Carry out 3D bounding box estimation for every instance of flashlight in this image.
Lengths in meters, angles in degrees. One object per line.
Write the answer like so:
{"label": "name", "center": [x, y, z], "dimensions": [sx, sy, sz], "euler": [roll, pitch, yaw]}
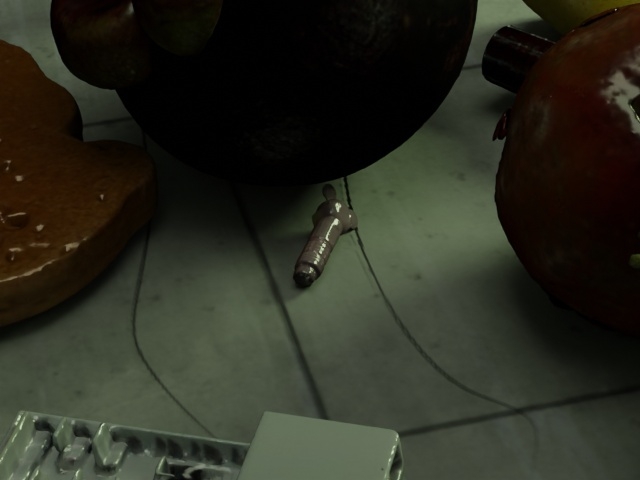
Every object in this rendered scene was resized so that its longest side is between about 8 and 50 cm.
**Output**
{"label": "flashlight", "center": [0.000, 0.000, 1.467], "dimensions": [0.031, 0.052, 0.110], "euler": [-20, 30, 38]}

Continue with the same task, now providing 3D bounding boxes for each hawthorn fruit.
{"label": "hawthorn fruit", "center": [0.294, -0.054, 1.338], "dimensions": [0.316, 0.316, 0.316], "euler": [0, 38, 0]}

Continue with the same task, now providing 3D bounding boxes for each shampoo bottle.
{"label": "shampoo bottle", "center": [0.278, -0.133, 1.574], "dimensions": [0.278, 0.104, 0.104], "euler": [28, 46, 31]}

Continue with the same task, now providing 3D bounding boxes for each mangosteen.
{"label": "mangosteen", "center": [-0.065, -0.246, 1.476], "dimensions": [0.382, 0.435, 0.382], "euler": [-16, 62, 32]}

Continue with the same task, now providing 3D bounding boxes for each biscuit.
{"label": "biscuit", "center": [-0.374, -0.060, 1.516], "dimensions": [0.350, 0.078, 0.455], "euler": [-22, 43, -30]}

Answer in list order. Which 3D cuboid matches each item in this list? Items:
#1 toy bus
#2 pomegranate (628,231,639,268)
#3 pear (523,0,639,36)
{"label": "toy bus", "center": [-0.088, 0.191, 1.131], "dimensions": [0.301, 0.139, 0.113], "euler": [6, 36, 12]}
{"label": "pomegranate", "center": [0.304, 0.115, 1.138], "dimensions": [0.286, 0.231, 0.231], "euler": [39, 45, 0]}
{"label": "pear", "center": [0.337, -0.243, 1.672], "dimensions": [0.267, 0.267, 0.178], "euler": [-8, 62, -9]}
